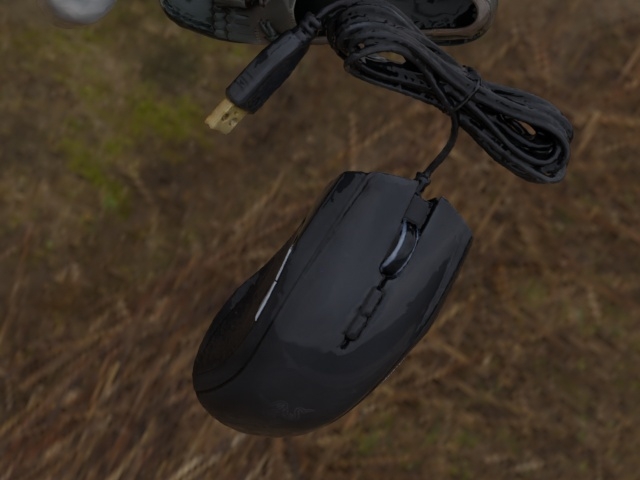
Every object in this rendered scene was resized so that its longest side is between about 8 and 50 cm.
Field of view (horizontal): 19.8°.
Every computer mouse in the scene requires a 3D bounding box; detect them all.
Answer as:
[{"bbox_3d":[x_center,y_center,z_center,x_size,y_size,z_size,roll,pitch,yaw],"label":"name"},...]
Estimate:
[{"bbox_3d":[0.000,0.000,0.972,0.184,0.262,0.060,35,19,-26],"label":"computer mouse"}]

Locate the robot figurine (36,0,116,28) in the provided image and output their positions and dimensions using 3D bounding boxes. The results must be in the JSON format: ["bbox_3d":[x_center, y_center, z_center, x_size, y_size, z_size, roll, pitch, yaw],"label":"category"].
[{"bbox_3d":[-0.073,-0.249,1.075,0.200,0.300,0.353,39,2,-10],"label":"robot figurine"}]

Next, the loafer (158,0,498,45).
[{"bbox_3d":[0.003,-0.191,1.399,0.267,0.096,0.084,3,14,3],"label":"loafer"}]
